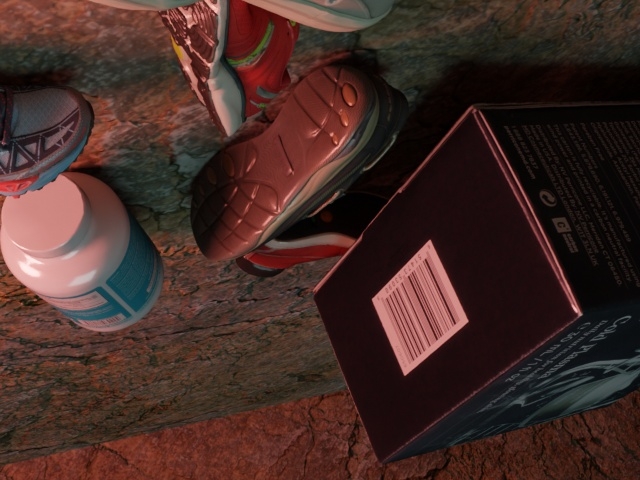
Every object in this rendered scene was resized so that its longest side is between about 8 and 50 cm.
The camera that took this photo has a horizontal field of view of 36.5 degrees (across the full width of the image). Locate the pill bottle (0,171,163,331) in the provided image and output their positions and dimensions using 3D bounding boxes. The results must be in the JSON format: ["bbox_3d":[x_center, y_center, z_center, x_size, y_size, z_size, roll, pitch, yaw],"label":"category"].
[{"bbox_3d":[-0.283,0.010,1.146,0.146,0.146,0.264,-17,161,-2],"label":"pill bottle"}]

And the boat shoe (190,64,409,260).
[{"bbox_3d":[-0.026,-0.074,1.167,0.130,0.132,0.355,1,154,-43],"label":"boat shoe"}]

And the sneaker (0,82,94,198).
[{"bbox_3d":[-0.335,-0.099,0.869,0.261,0.104,0.125,-13,158,-14],"label":"sneaker"}]

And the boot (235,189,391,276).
[{"bbox_3d":[0.000,0.000,1.471,0.244,0.088,0.176,-3,158,-21],"label":"boot"}]

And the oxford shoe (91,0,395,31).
[{"bbox_3d":[-0.062,-0.237,0.642,0.130,0.169,0.449,-29,165,36],"label":"oxford shoe"}]

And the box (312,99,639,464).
[{"bbox_3d":[0.323,0.057,1.352,0.471,0.297,0.480,-8,153,-32],"label":"box"}]

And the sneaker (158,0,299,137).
[{"bbox_3d":[-0.075,-0.201,0.868,0.118,0.107,0.279,-34,166,-10],"label":"sneaker"}]
